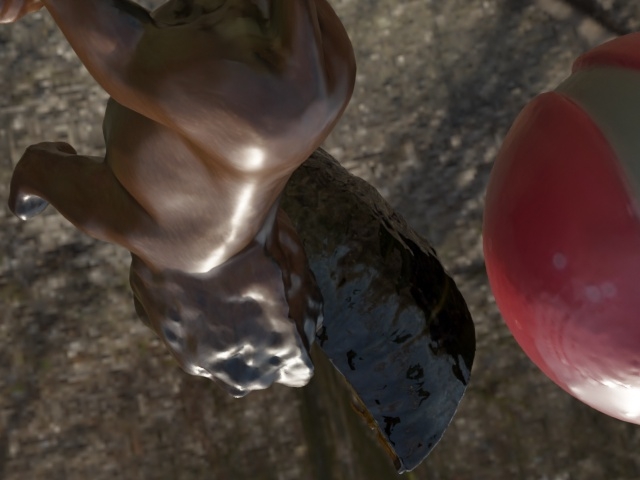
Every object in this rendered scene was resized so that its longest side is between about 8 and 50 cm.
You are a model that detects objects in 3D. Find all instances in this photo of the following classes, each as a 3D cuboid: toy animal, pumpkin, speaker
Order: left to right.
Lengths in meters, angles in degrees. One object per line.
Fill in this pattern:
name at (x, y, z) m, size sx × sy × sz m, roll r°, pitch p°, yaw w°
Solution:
toy animal at (-0.043, -0.039, 0.507) m, size 0.097 × 0.157 × 0.312 m, roll -44°, pitch 167°, yaw -28°
pumpkin at (0.005, 0.000, 0.891) m, size 0.111 × 0.278 × 0.163 m, roll -36°, pitch 149°, yaw 3°
speaker at (0.261, -0.004, 0.972) m, size 0.294 × 0.294 × 0.294 m, roll -12°, pitch 164°, yaw -3°
